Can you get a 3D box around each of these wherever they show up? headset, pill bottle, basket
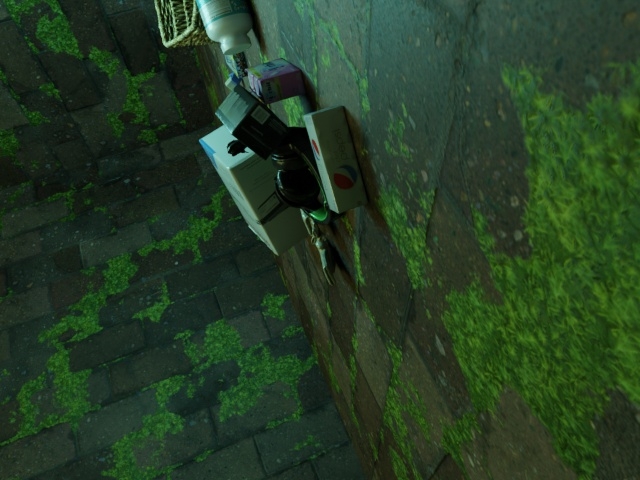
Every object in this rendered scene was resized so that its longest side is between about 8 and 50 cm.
[{"bbox_3d":[-0.091,-0.189,1.437,0.394,0.185,0.243,48,158,35],"label":"headset"},{"bbox_3d":[-0.294,-0.706,1.624,0.146,0.146,0.264,-160,51,-76],"label":"pill bottle"},{"bbox_3d":[-0.490,-0.885,1.966,0.213,0.223,0.299,175,86,-73],"label":"basket"}]

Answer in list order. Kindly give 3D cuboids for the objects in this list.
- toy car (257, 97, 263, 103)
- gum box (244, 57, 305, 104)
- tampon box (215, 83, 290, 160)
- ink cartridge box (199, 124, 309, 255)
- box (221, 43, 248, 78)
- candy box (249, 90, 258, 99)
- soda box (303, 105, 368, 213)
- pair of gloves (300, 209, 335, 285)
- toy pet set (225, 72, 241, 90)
[{"bbox_3d":[-0.201,-0.483,1.822,0.040,0.060,0.122,38,175,0],"label":"toy car"},{"bbox_3d":[-0.121,-0.415,1.388,0.188,0.107,0.062,-126,19,-57],"label":"gum box"},{"bbox_3d":[-0.171,-0.299,1.345,0.120,0.101,0.161,34,-169,-39],"label":"tampon box"},{"bbox_3d":[-0.214,-0.182,1.836,0.285,0.166,0.395,43,163,48],"label":"ink cartridge box"},{"bbox_3d":[-0.342,-0.741,2.079,0.233,0.044,0.159,-123,18,-51],"label":"box"},{"bbox_3d":[-0.248,-0.473,2.022,0.233,0.071,0.159,-151,43,-73],"label":"candy box"},{"bbox_3d":[0.033,-0.171,1.142,0.069,0.074,0.216,-142,34,-71],"label":"soda box"},{"bbox_3d":[0.000,0.000,1.617,0.204,0.042,0.240,-100,-11,-72],"label":"pair of gloves"},{"bbox_3d":[-0.342,-0.653,2.268,0.114,0.065,0.122,35,-164,-35],"label":"toy pet set"}]
